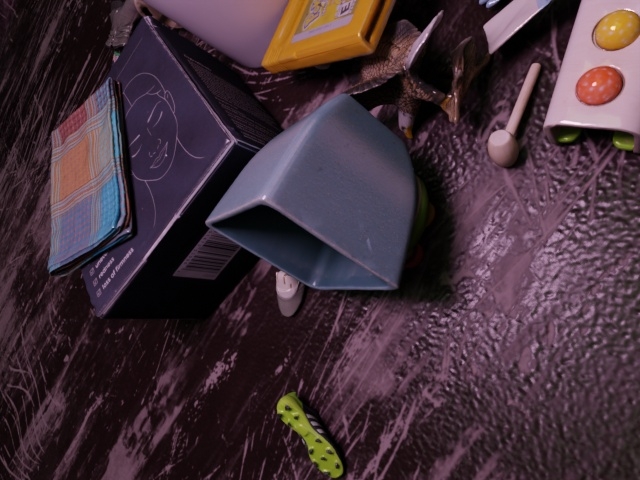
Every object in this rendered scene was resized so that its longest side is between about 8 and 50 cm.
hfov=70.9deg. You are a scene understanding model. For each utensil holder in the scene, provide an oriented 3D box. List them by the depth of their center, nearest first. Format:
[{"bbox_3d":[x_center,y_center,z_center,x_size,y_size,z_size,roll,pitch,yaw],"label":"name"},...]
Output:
[{"bbox_3d":[-0.232,-0.619,1.011,0.328,0.386,0.327,-8,76,34],"label":"utensil holder"}]

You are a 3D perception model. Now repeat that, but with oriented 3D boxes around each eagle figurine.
[{"bbox_3d":[0.125,-0.283,0.823,0.299,0.226,0.225,16,110,31],"label":"eagle figurine"}]

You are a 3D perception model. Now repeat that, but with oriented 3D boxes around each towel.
[{"bbox_3d":[-0.504,-0.133,0.958,0.272,0.040,0.369,-25,67,28],"label":"towel"}]

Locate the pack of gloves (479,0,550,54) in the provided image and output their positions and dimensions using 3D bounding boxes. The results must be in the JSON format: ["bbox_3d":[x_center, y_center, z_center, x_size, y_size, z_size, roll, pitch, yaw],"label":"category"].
[{"bbox_3d":[0.344,-0.448,0.721,0.232,0.046,0.194,-36,38,46],"label":"pack of gloves"}]

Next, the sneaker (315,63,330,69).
[{"bbox_3d":[0.066,-0.451,0.966,0.232,0.090,0.115,-29,73,35],"label":"sneaker"}]

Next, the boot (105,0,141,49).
[{"bbox_3d":[-0.639,-0.722,1.512,0.247,0.084,0.161,12,94,41],"label":"boot"}]

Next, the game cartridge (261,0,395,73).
[{"bbox_3d":[0.030,-0.479,0.886,0.324,0.053,0.285,15,81,49],"label":"game cartridge"}]

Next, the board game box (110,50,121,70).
[{"bbox_3d":[-0.609,-0.404,1.391,0.214,0.046,0.317,32,110,39],"label":"board game box"}]

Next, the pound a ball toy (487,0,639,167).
[{"bbox_3d":[0.388,-0.263,0.666,0.208,0.136,0.318,18,91,36],"label":"pound a ball toy"}]

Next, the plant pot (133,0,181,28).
[{"bbox_3d":[-0.415,-0.786,1.238,0.334,0.334,0.305,-14,84,32],"label":"plant pot"}]

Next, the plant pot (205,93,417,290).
[{"bbox_3d":[0.007,-0.084,0.738,0.248,0.247,0.252,-11,51,58],"label":"plant pot"}]

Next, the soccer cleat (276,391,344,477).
[{"bbox_3d":[-0.012,0.368,0.865,0.060,0.072,0.179,-43,81,19],"label":"soccer cleat"}]

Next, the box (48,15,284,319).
[{"bbox_3d":[-0.335,-0.146,1.041,0.480,0.297,0.471,-47,60,19],"label":"box"}]

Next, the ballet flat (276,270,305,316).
[{"bbox_3d":[-0.062,0.056,0.953,0.072,0.068,0.213,18,91,36],"label":"ballet flat"}]

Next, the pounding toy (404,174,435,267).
[{"bbox_3d":[0.145,-0.038,0.826,0.183,0.110,0.236,-51,29,25],"label":"pounding toy"}]
